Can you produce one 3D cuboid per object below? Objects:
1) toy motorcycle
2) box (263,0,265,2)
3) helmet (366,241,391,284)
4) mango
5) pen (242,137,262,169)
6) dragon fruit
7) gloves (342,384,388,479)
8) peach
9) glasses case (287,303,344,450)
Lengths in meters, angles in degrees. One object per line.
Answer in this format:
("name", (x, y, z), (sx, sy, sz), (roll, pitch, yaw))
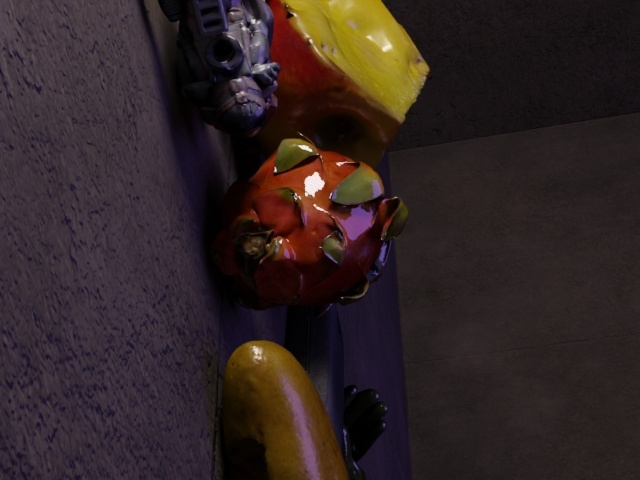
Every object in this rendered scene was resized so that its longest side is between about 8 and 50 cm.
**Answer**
("toy motorcycle", (-0.124, -0.263, 1.436), (0.207, 0.134, 0.401), (-99, 176, -50))
("box", (-0.118, -0.300, 1.640), (0.015, 0.093, 0.058), (58, 26, -65))
("helmet", (0.000, 0.000, 1.945), (0.198, 0.130, 0.224), (27, 41, -28))
("mango", (-0.047, 0.241, 1.454), (0.167, 0.130, 0.262), (-20, 95, -77))
("pen", (-0.093, -0.161, 1.907), (0.239, 0.028, 0.028), (-80, 160, -66))
("dragon fruit", (-0.021, -0.012, 1.578), (0.227, 0.224, 0.224), (-61, 148, -41))
("gloves", (0.042, 0.363, 2.038), (0.135, 0.107, 0.268), (-26, 125, -74))
("peach", (-0.004, -0.237, 1.844), (0.306, 0.242, 0.380), (35, 33, -9))
("glasses case", (-0.007, 0.209, 1.954), (0.323, 0.074, 0.131), (-88, 168, -54))
